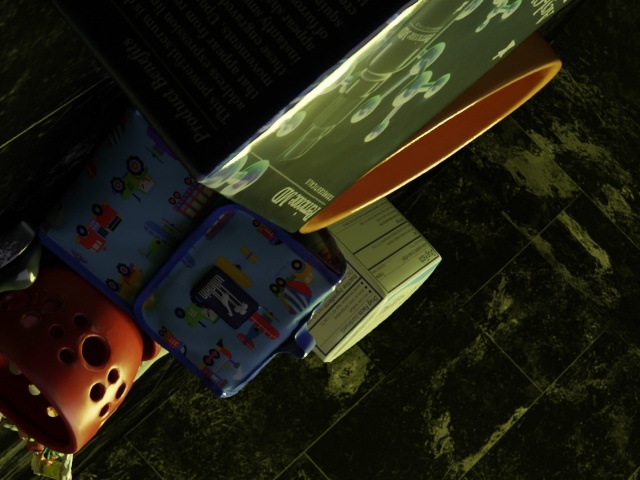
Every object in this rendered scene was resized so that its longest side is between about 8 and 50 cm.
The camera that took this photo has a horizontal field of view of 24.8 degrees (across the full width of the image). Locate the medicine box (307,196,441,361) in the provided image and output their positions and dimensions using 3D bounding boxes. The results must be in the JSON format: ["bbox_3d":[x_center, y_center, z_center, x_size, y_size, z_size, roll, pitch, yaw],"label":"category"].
[{"bbox_3d":[0.000,0.000,2.133,0.149,0.289,0.263,-46,173,24],"label":"medicine box"}]

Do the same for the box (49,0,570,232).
[{"bbox_3d":[0.035,-0.220,1.044,0.395,0.212,0.293,-40,168,5],"label":"box"}]

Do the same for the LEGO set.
[{"bbox_3d":[-0.363,0.265,1.905,0.287,0.132,0.107,180,-81,-68],"label":"LEGO set"}]

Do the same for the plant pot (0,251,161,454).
[{"bbox_3d":[-0.286,0.115,1.621,0.174,0.191,0.191,-47,176,-30],"label":"plant pot"}]

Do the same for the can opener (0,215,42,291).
[{"bbox_3d":[-0.350,0.049,1.423,0.186,0.073,0.059,-39,-148,-6],"label":"can opener"}]

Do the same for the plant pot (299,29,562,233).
[{"bbox_3d":[0.049,-0.167,1.369,0.291,0.203,0.291,-33,175,-3],"label":"plant pot"}]

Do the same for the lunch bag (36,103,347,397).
[{"bbox_3d":[-0.111,0.010,1.498,0.221,0.293,0.138,-48,173,33],"label":"lunch bag"}]

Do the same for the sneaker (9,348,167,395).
[{"bbox_3d":[-0.316,0.160,1.983,0.150,0.135,0.366,-33,172,31],"label":"sneaker"}]
